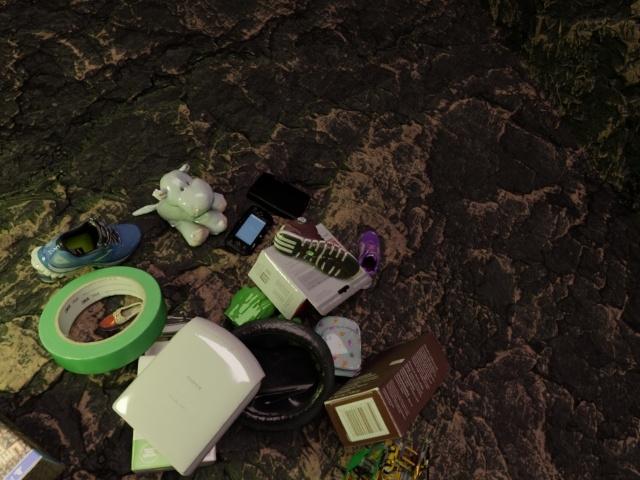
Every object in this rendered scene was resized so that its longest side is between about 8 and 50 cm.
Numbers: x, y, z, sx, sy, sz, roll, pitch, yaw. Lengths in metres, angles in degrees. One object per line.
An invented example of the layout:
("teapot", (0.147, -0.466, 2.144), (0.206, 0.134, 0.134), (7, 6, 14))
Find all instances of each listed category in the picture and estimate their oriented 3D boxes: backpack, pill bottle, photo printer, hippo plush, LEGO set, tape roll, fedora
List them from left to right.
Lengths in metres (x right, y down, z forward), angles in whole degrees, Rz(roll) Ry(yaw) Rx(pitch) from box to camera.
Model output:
("pill bottle", (-0.806, 0.068, 1.343), (0.066, 0.120, 0.067), (8, 57, -12))
("tape roll", (-0.600, 0.212, 1.278), (0.320, 0.077, 0.322), (-1, 44, 1))
("hippo plush", (-0.436, -0.154, 1.517), (0.294, 0.237, 0.234), (30, 56, 3))
("photo printer", (-0.308, 0.363, 1.125), (0.256, 0.107, 0.308), (39, 76, 9))
("fedora", (-0.128, 0.362, 1.280), (0.333, 0.152, 0.335), (0, 86, -2))
("backpack", (0.047, 0.329, 1.421), (0.165, 0.144, 0.189), (8, 57, -10))
("LEGO set", (0.175, 0.664, 1.174), (0.192, 0.331, 0.255), (32, 36, 2))

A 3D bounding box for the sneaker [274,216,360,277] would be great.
("sneaker", (0.000, 0.000, 1.434), (0.281, 0.106, 0.163), (25, 36, -13))

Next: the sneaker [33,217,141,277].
("sneaker", (-0.653, 0.009, 1.353), (0.130, 0.147, 0.330), (57, 28, 1))

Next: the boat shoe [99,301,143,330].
("boat shoe", (-0.588, 0.223, 1.360), (0.136, 0.043, 0.049), (-23, 70, -25))

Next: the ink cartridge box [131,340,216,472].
("ink cartridge box", (-0.392, 0.426, 1.247), (0.206, 0.119, 0.354), (0, 59, -15))

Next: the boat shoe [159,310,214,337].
("boat shoe", (-0.427, 0.247, 1.371), (0.219, 0.078, 0.070), (0, 61, -15))

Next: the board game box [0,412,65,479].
("board game box", (-0.768, 0.478, 1.038), (0.290, 0.232, 0.141), (36, 56, 6))

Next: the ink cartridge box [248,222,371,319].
("ink cartridge box", (-0.025, 0.117, 1.480), (0.272, 0.130, 0.309), (47, 39, 15))

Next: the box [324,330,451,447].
("box", (0.204, 0.407, 1.291), (0.381, 0.191, 0.143), (-18, 80, -54))

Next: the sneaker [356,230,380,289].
("sneaker", (0.176, 0.056, 1.649), (0.095, 0.105, 0.237), (18, 55, -3))

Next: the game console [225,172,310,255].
("game console", (-0.202, -0.085, 1.661), (0.213, 0.044, 0.361), (30, 57, 3))

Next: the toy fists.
("toy fists", (-0.162, 0.259, 1.434), (0.279, 0.096, 0.142), (39, 70, 8))
